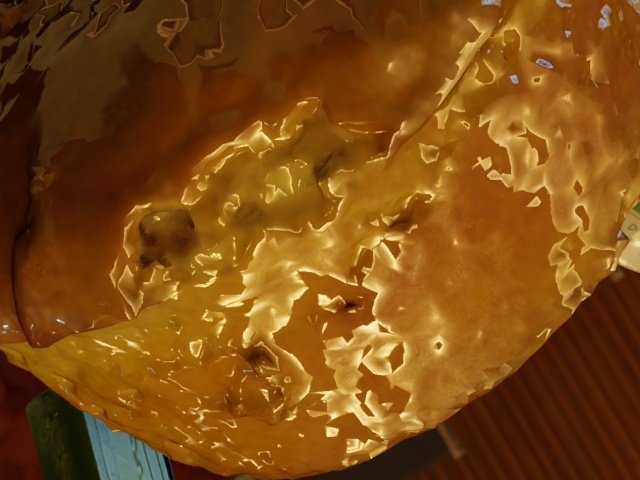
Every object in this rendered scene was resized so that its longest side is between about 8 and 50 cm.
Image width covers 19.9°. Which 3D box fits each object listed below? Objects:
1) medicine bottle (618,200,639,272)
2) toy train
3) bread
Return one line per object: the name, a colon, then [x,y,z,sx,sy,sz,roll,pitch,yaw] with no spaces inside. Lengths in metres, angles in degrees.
medicine bottle: [0.309,-0.110,1.292,0.179,0.124,0.324,26,131,-27]
toy train: [-0.093,0.103,0.801,0.038,0.093,0.056,-29,155,26]
bread: [-0.009,-0.059,0.529,0.268,0.146,0.268,-30,-145,23]
